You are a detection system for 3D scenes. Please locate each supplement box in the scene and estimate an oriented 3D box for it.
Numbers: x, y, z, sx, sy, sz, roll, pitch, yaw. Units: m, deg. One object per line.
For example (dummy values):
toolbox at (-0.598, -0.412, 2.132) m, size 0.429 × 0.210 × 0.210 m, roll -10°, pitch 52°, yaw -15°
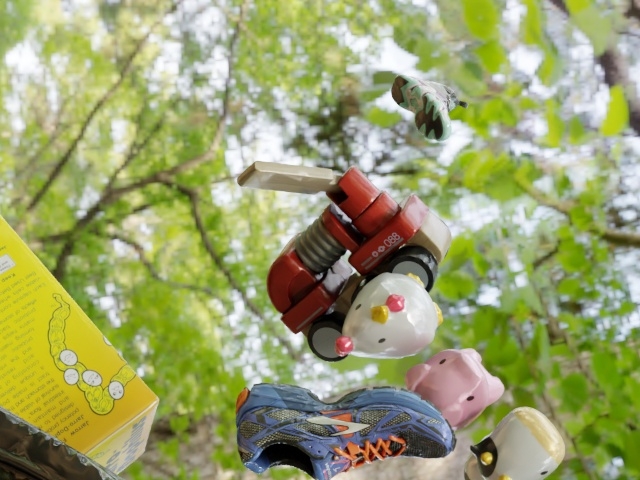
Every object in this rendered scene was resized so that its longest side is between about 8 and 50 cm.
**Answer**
supplement box at (-0.389, 0.152, 1.384) m, size 0.356 × 0.195 × 0.194 m, roll 47°, pitch -29°, yaw 13°

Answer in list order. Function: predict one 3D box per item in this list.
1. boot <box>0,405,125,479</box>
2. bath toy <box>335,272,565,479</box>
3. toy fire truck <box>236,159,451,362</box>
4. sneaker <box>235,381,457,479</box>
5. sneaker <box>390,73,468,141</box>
boot at (-0.230, 0.257, 0.762) m, size 0.348 × 0.131 × 0.260 m, roll 19°, pitch -108°, yaw 36°
bath toy at (0.144, 0.177, 1.196) m, size 0.348 × 0.129 × 0.151 m, roll 50°, pitch -40°, yaw 20°
toy fire truck at (0.000, 0.000, 1.347) m, size 0.246 × 0.158 × 0.217 m, roll 45°, pitch -60°, yaw -6°
sneaker at (0.021, 0.196, 1.099) m, size 0.083 × 0.221 × 0.087 m, roll 77°, pitch 18°, yaw -45°
sneaker at (0.119, -0.129, 1.105) m, size 0.098 × 0.069 × 0.038 m, roll 59°, pitch -44°, yaw 41°
